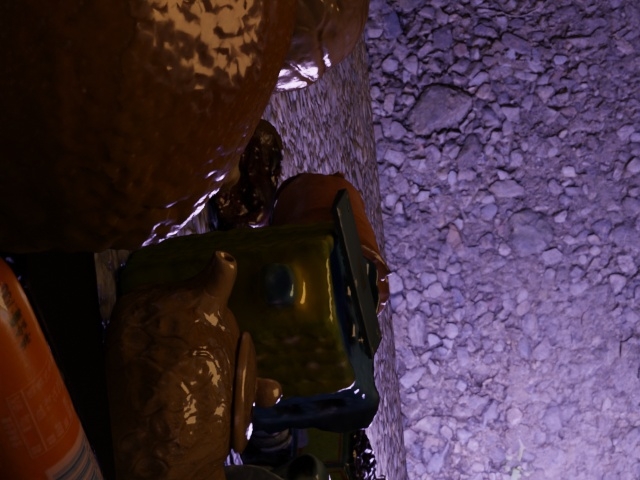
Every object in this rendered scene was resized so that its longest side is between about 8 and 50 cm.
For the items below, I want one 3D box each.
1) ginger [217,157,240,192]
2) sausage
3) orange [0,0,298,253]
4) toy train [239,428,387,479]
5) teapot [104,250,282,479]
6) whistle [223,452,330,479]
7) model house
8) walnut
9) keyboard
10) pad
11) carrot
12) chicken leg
[{"bbox_3d":[-0.137,-0.193,1.534,0.375,0.236,0.166,97,-24,-46],"label":"ginger"},{"bbox_3d":[-0.241,0.115,1.322,0.093,0.093,0.312,-85,164,-50],"label":"sausage"},{"bbox_3d":[-0.175,-0.168,1.232,0.322,0.322,0.357,9,80,-80],"label":"orange"},{"bbox_3d":[-0.016,0.299,2.217,0.261,0.177,0.134,71,16,-46],"label":"toy train"},{"bbox_3d":[-0.121,0.154,1.676,0.203,0.167,0.311,-86,180,-67],"label":"teapot"},{"bbox_3d":[-0.078,0.410,1.757,0.168,0.188,0.405,69,17,-55],"label":"whistle"},{"bbox_3d":[-0.071,0.082,1.883,0.303,0.237,0.216,55,30,-69],"label":"model house"},{"bbox_3d":[-0.072,-0.336,2.140,0.277,0.252,0.313,-82,152,-56],"label":"walnut"},{"bbox_3d":[0.038,0.036,1.839,0.055,0.014,0.176,-68,146,-66],"label":"keyboard"},{"bbox_3d":[-0.223,0.017,1.507,0.367,0.007,0.248,-106,-179,-52],"label":"pad"},{"bbox_3d":[0.000,0.000,2.543,0.254,0.196,0.196,-95,172,-55],"label":"carrot"},{"bbox_3d":[-0.093,-0.075,2.370,0.322,0.083,0.177,-83,171,-50],"label":"chicken leg"}]
